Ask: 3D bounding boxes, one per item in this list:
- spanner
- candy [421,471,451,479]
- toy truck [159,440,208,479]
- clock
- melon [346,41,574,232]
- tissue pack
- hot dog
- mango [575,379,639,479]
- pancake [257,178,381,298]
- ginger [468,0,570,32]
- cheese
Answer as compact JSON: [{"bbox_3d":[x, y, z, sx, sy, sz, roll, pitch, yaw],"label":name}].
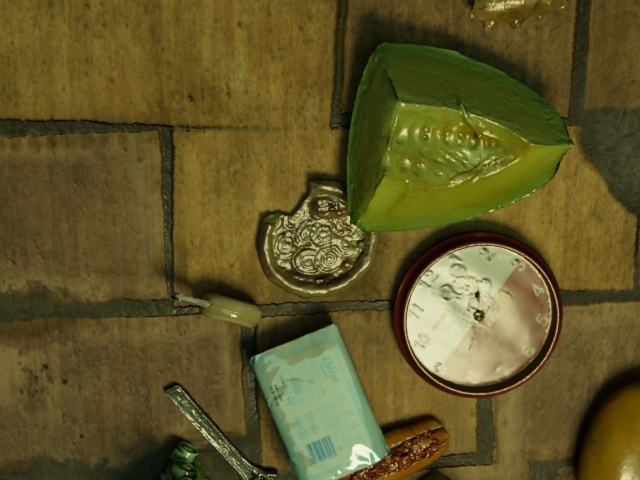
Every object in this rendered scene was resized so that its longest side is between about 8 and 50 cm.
[{"bbox_3d":[-0.178,0.391,1.814,0.093,0.026,0.325,-39,101,2],"label":"spanner"},{"bbox_3d":[0.162,0.590,1.814,0.321,0.179,0.135,-42,103,2],"label":"candy"},{"bbox_3d":[-0.223,0.471,1.700,0.135,0.259,0.128,29,95,-11],"label":"toy truck"},{"bbox_3d":[0.292,0.138,1.799,0.319,0.080,0.318,0,100,-2],"label":"clock"},{"bbox_3d":[0.240,-0.164,1.674,0.344,0.226,0.331,7,88,-22],"label":"melon"},{"bbox_3d":[-0.003,0.300,1.764,0.177,0.089,0.263,-23,87,-3],"label":"tissue pack"},{"bbox_3d":[0.128,0.414,1.830,0.249,0.076,0.102,-20,106,-4],"label":"hot dog"},{"bbox_3d":[0.601,0.408,1.845,0.211,0.173,0.317,16,91,-10],"label":"mango"},{"bbox_3d":[0.000,0.000,1.761,0.235,0.029,0.212,-45,104,4],"label":"pancake"},{"bbox_3d":[0.336,-0.424,1.699,0.206,0.081,0.115,16,66,-2],"label":"ginger"},{"bbox_3d":[-0.188,0.116,1.728,0.171,0.092,0.047,16,83,-17],"label":"cheese"}]
